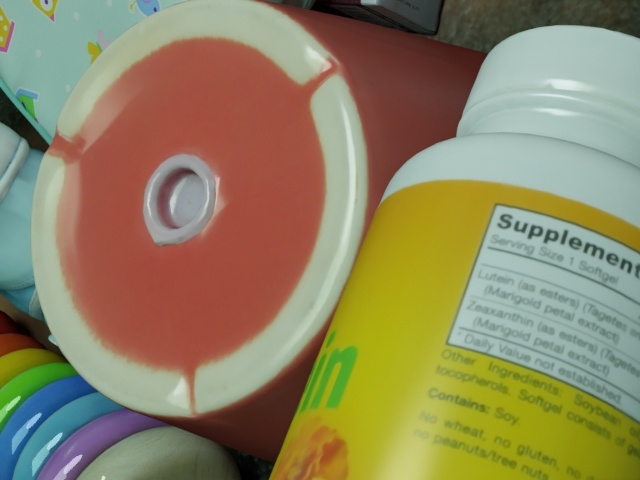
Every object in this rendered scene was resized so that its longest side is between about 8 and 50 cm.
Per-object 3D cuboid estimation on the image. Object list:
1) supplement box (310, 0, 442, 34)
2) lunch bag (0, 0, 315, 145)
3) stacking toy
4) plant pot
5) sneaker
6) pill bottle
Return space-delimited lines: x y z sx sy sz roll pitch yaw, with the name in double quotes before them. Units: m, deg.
"supplement box" -0.020 -0.220 0.823 0.239 0.073 0.130 15 92 39
"lunch bag" -0.104 -0.174 0.767 0.224 0.108 0.279 43 122 25
"stacking toy" -0.203 0.131 0.867 0.330 0.141 0.141 30 99 43
"plant pot" 0.000 0.000 0.636 0.275 0.243 0.275 -7 78 32
"sneaker" -0.197 0.012 0.895 0.127 0.208 0.319 -57 15 -4
"pill bottle" 0.070 0.048 0.441 0.136 0.136 0.246 3 61 39
